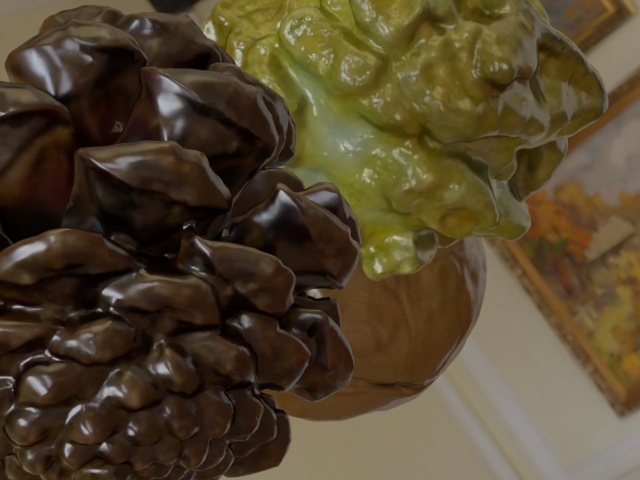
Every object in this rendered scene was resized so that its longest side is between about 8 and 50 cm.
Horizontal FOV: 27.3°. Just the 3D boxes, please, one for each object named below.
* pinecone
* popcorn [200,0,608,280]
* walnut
[{"bbox_3d":[-0.100,0.003,0.636,0.244,0.244,0.309,-37,36,21],"label":"pinecone"},{"bbox_3d":[0.069,-0.113,1.079,0.312,0.312,0.312,-33,-7,-5],"label":"popcorn"},{"bbox_3d":[0.000,0.000,1.437,0.308,0.397,0.354,-21,-17,-37],"label":"walnut"}]
